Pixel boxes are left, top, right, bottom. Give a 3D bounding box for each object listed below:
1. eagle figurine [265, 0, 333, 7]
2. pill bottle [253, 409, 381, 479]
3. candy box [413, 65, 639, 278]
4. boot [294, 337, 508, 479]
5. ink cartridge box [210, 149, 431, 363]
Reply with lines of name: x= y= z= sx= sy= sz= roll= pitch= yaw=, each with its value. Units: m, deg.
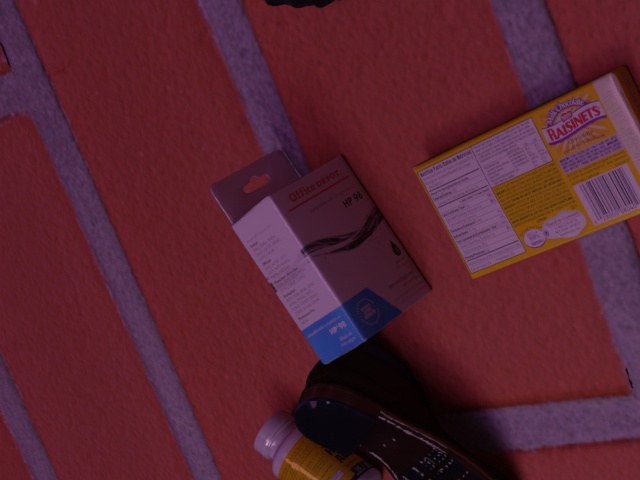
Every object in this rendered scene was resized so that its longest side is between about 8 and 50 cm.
eagle figurine: x=0.003 y=-0.308 z=1.024 sx=0.298 sy=0.225 sz=0.226 roll=-3 pitch=69 yaw=72
pill bottle: x=-0.005 y=0.213 z=1.359 sx=0.116 sy=0.065 sz=0.065 roll=34 pitch=130 yaw=21
candy box: x=0.171 y=-0.047 z=1.099 sx=0.206 sy=0.027 sz=0.105 roll=-24 pitch=93 yaw=44
boot: x=0.086 y=0.158 z=1.258 sx=0.219 sy=0.106 sz=0.082 roll=31 pitch=131 yaw=-13
ink cartridge box: x=0.000 y=0.000 z=1.214 sx=0.060 sy=0.104 sz=0.180 roll=-35 pitch=88 yaw=45
